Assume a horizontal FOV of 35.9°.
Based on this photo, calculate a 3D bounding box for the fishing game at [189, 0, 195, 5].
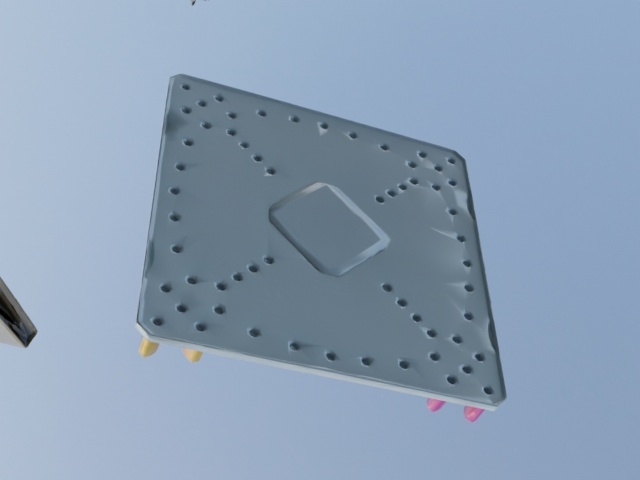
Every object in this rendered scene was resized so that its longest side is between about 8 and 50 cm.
[{"bbox_3d":[-0.175,-0.346,1.099,0.041,0.189,0.264,-40,-143,-23],"label":"fishing game"}]

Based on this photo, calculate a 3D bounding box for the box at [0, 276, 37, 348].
[{"bbox_3d":[-0.298,0.000,0.634,0.201,0.164,0.021,8,-127,24],"label":"box"}]

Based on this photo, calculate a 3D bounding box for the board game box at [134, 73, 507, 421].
[{"bbox_3d":[0.000,0.000,1.103,0.390,0.389,0.050,-92,-158,-43],"label":"board game box"}]
